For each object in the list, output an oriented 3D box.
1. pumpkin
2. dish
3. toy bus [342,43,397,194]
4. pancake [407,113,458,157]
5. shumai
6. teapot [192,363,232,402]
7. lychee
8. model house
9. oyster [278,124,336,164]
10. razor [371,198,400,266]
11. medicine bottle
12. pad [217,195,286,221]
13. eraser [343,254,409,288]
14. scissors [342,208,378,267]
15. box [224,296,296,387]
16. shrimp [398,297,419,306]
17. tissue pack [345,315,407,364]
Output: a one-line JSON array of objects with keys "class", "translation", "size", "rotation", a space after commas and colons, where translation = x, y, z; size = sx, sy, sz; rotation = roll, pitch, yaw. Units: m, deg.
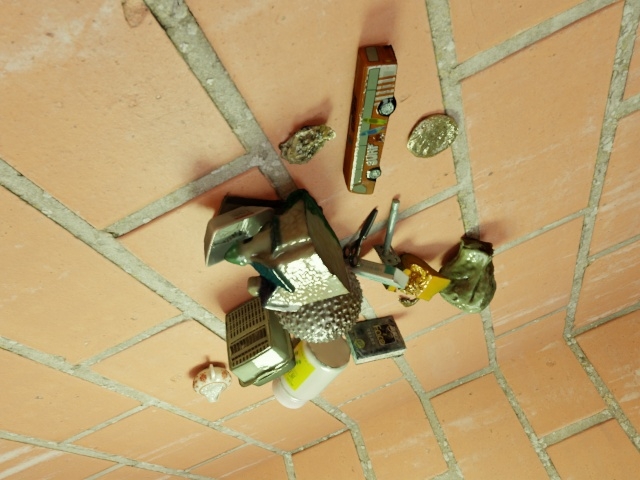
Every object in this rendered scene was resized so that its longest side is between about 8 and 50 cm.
[{"class": "pumpkin", "translation": [0.338, 0.130, 1.835], "size": [0.247, 0.126, 0.131], "rotation": [21, 112, -31]}, {"class": "dish", "translation": [-0.225, -0.032, 1.352], "size": [0.234, 0.064, 0.154], "rotation": [-26, 153, -41]}, {"class": "toy bus", "translation": [0.120, -0.280, 1.238], "size": [0.092, 0.093, 0.409], "rotation": [-5, 141, -8]}, {"class": "pancake", "translation": [0.310, -0.288, 1.376], "size": [0.151, 0.025, 0.152], "rotation": [-13, 144, -9]}, {"class": "shumai", "translation": [0.545, 0.125, 1.863], "size": [0.225, 0.261, 0.222], "rotation": [5, 143, 20]}, {"class": "teapot", "translation": [-0.446, 0.576, 2.050], "size": [0.159, 0.116, 0.246], "rotation": [-1, 144, -5]}, {"class": "lychee", "translation": [-0.007, 0.192, 1.624], "size": [0.299, 0.300, 0.300], "rotation": [-13, 144, -10]}, {"class": "model house", "translation": [-0.099, 0.050, 1.392], "size": [0.284, 0.243, 0.298], "rotation": [-24, 138, 11]}, {"class": "oyster", "translation": [-0.036, -0.242, 1.245], "size": [0.108, 0.053, 0.166], "rotation": [18, 137, -28]}, {"class": "razor", "translation": [0.231, -0.033, 1.627], "size": [0.068, 0.106, 0.232], "rotation": [-9, 133, -17]}, {"class": "medicine bottle", "translation": [-0.047, 0.545, 2.115], "size": [0.213, 0.214, 0.379], "rotation": [6, 135, -32]}, {"class": "pad", "translation": [-0.190, -0.061, 1.429], "size": [0.232, 0.022, 0.174], "rotation": [1, 138, -30]}, {"class": "eraser", "translation": [0.178, 0.103, 1.671], "size": [0.095, 0.225, 0.052], "rotation": [32, 76, -47]}, {"class": "scissors", "translation": [0.135, -0.012, 1.620], "size": [0.017, 0.088, 0.220], "rotation": [-3, 130, -39]}, {"class": "box", "translation": [-0.209, 0.346, 1.720], "size": [0.220, 0.291, 0.166], "rotation": [-31, 131, 12]}, {"class": "shrimp", "translation": [0.374, 0.250, 2.101], "size": [0.091, 0.025, 0.127], "rotation": [-40, 144, 25]}, {"class": "tissue pack", "translation": [0.231, 0.427, 2.135], "size": [0.235, 0.174, 0.073], "rotation": [-7, 143, -17]}]
